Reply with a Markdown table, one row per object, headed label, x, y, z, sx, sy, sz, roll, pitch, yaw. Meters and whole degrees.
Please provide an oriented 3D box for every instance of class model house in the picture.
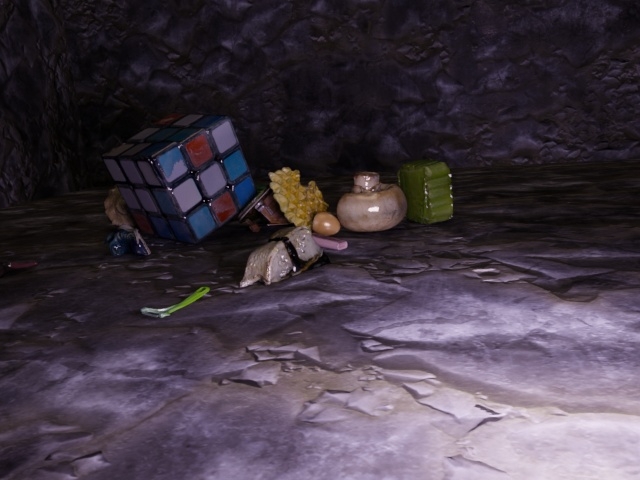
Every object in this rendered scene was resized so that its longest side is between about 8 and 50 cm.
| label | x | y | z | sx | sy | sz | roll | pitch | yaw |
| --- | --- | --- | --- | --- | --- | --- | --- | --- | --- |
| model house | -0.157 | -0.100 | 2.023 | 0.207 | 0.154 | 0.294 | -46 | -4 | 11 |

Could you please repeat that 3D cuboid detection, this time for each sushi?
| label | x | y | z | sx | sy | sz | roll | pitch | yaw |
| --- | --- | --- | --- | --- | --- | --- | --- | --- | --- |
| sushi | -0.109 | 0.031 | 1.402 | 0.273 | 0.109 | 0.134 | -17 | 17 | -42 |

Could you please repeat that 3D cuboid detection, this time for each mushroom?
| label | x | y | z | sx | sy | sz | roll | pitch | yaw |
| --- | --- | --- | --- | --- | --- | --- | --- | --- | --- |
| mushroom | 0.190 | -0.128 | 1.811 | 0.189 | 0.195 | 0.254 | 7 | 18 | 32 |

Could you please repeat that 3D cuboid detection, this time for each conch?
| label | x | y | z | sx | sy | sz | roll | pitch | yaw |
| --- | --- | --- | --- | --- | --- | --- | --- | --- | --- |
| conch | -0.715 | -0.156 | 2.273 | 0.297 | 0.209 | 0.352 | 10 | 15 | 0 |

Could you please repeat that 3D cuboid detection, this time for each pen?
| label | x | y | z | sx | sy | sz | roll | pitch | yaw |
| --- | --- | --- | --- | --- | --- | --- | --- | --- | --- |
| pen | 0.000 | 0.000 | 1.678 | 0.053 | 0.032 | 0.197 | -16 | 19 | -41 |

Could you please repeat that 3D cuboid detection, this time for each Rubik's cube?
| label | x | y | z | sx | sy | sz | roll | pitch | yaw |
| --- | --- | --- | --- | --- | --- | --- | --- | --- | --- |
| Rubik's cube | -0.485 | -0.228 | 1.949 | 0.362 | 0.363 | 0.359 | 6 | 41 | 40 |

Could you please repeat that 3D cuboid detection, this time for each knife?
| label | x | y | z | sx | sy | sz | roll | pitch | yaw |
| --- | --- | --- | --- | --- | --- | --- | --- | --- | --- |
| knife | -0.312 | 0.136 | 1.206 | 0.078 | 0.022 | 0.166 | 12 | 21 | 32 |

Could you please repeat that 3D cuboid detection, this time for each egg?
| label | x | y | z | sx | sy | sz | roll | pitch | yaw |
| --- | --- | --- | --- | --- | --- | --- | --- | --- | --- |
| egg | 0.018 | -0.053 | 1.801 | 0.097 | 0.080 | 0.080 | 13 | 12 | -4 |

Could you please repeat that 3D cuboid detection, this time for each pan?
| label | x | y | z | sx | sy | sz | roll | pitch | yaw |
| --- | --- | --- | --- | --- | --- | --- | --- | --- | --- |
| pan | -0.960 | 0.082 | 1.647 | 0.115 | 0.040 | 0.212 | 13 | 21 | 38 |

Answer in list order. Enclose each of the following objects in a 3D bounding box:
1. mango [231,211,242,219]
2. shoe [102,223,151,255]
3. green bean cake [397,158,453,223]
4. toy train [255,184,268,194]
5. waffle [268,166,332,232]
| label | x | y | z | sx | sy | sz | roll | pitch | yaw |
| --- | --- | --- | --- | --- | --- | --- | --- | --- | --- |
| mango | -0.377 | -0.151 | 2.266 | 0.236 | 0.136 | 0.166 | -13 | 0 | -13 |
| shoe | -0.622 | 0.013 | 1.758 | 0.207 | 0.091 | 0.106 | 15 | 45 | 45 |
| green bean cake | 0.358 | -0.169 | 1.890 | 0.113 | 0.214 | 0.200 | -14 | 15 | -22 |
| toy train | -0.262 | -0.200 | 2.488 | 0.270 | 0.115 | 0.154 | -1 | 22 | 17 |
| waffle | -0.073 | -0.141 | 1.890 | 0.056 | 0.261 | 0.250 | -32 | -10 | 35 |
